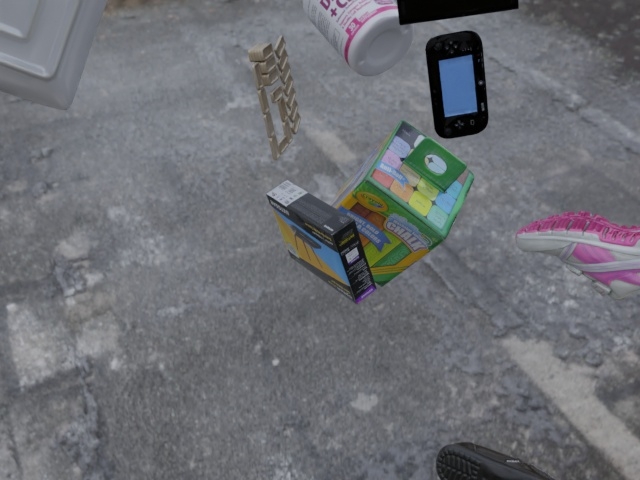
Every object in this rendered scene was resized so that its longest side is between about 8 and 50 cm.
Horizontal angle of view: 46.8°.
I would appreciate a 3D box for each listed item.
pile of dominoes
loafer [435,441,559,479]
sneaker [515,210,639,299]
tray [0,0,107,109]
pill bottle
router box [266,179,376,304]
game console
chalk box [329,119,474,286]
[{"bbox_3d":[-0.114,-0.343,1.763,0.040,0.251,0.196,0,31,21],"label":"pile of dominoes"},{"bbox_3d":[0.260,0.314,0.949,0.220,0.080,0.078,25,21,27],"label":"loafer"},{"bbox_3d":[0.398,0.028,1.044,0.252,0.111,0.103,11,22,34],"label":"sneaker"},{"bbox_3d":[-0.306,-0.210,0.581,0.270,0.145,0.030,17,10,-33],"label":"tray"},{"bbox_3d":[0.062,-0.502,1.601,0.160,0.160,0.283,-22,59,-23],"label":"pill bottle"},{"bbox_3d":[0.000,0.000,1.092,0.046,0.133,0.179,-34,37,-19],"label":"router box"},{"bbox_3d":[0.258,-0.363,1.352,0.213,0.361,0.044,-5,27,13],"label":"game console"},{"bbox_3d":[0.147,-0.077,1.354,0.180,0.289,0.179,36,54,-6],"label":"chalk box"}]
